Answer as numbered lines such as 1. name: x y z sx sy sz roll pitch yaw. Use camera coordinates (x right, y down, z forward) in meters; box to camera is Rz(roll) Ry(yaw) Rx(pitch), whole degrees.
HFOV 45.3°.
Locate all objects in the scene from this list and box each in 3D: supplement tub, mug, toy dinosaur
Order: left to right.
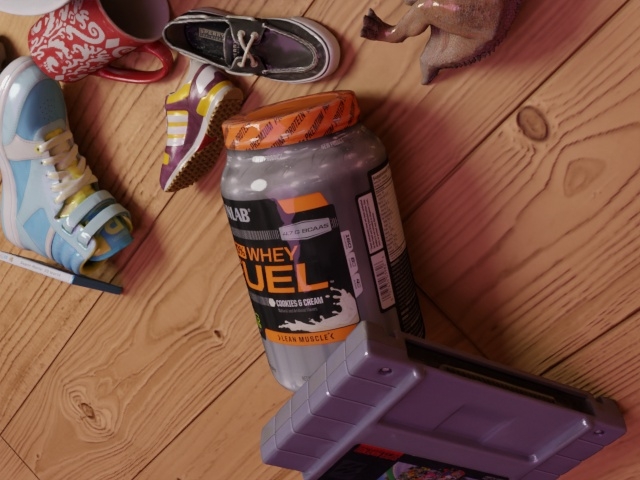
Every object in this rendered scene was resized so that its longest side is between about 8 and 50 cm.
1. mug: -0.282 -0.257 0.980 0.169 0.113 0.150 -17 100 38
2. supplement tub: 0.000 0.000 0.880 0.193 0.193 0.316 -4 109 31
3. toy dinosaur: 0.156 -0.260 0.723 0.200 0.127 0.296 17 125 15

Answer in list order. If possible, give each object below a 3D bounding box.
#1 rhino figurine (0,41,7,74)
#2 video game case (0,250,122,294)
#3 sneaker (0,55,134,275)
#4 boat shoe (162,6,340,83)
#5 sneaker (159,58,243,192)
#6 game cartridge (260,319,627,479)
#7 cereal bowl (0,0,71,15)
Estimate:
1. rhino figurine: -0.500 -0.195 1.090 0.106 0.073 0.243 -33 49 42
2. video game case: -0.408 0.049 1.191 0.166 0.119 0.015 14 84 24
3. sneaker: -0.350 -0.089 1.087 0.208 0.127 0.319 27 132 19
4. boat shoe: -0.085 -0.226 0.902 0.219 0.070 0.078 15 118 24
5. sneaker: -0.171 -0.147 0.997 0.084 0.069 0.185 46 120 15
6. game cartridge: 0.136 0.219 0.860 0.355 0.068 0.230 19 125 -24
7. cereal bowl: -0.335 -0.423 0.808 0.338 0.141 0.339 20 138 19
